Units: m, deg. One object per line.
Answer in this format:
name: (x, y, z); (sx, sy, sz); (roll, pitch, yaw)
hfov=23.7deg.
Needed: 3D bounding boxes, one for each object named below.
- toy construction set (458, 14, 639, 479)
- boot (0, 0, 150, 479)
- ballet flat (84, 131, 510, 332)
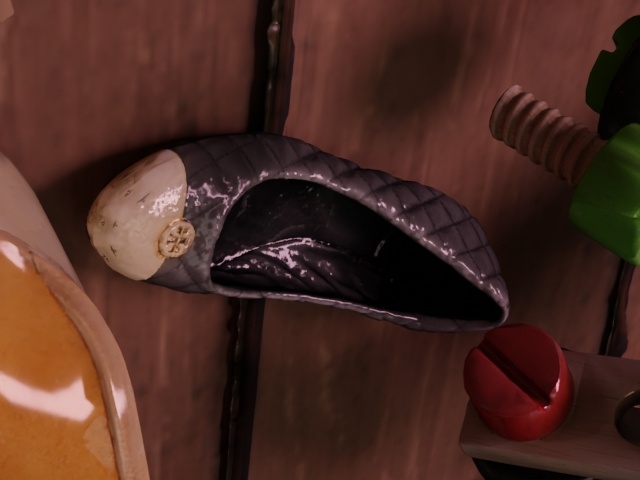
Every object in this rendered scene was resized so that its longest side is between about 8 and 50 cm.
toy construction set: (0.202, 0.068, 0.552); (0.257, 0.237, 0.308); (-36, 148, -35)
boot: (-0.165, 0.033, 0.391); (0.211, 0.104, 0.295); (-21, 131, -14)
ballet flat: (0.000, 0.000, 0.512); (0.173, 0.049, 0.057); (7, 120, -41)
